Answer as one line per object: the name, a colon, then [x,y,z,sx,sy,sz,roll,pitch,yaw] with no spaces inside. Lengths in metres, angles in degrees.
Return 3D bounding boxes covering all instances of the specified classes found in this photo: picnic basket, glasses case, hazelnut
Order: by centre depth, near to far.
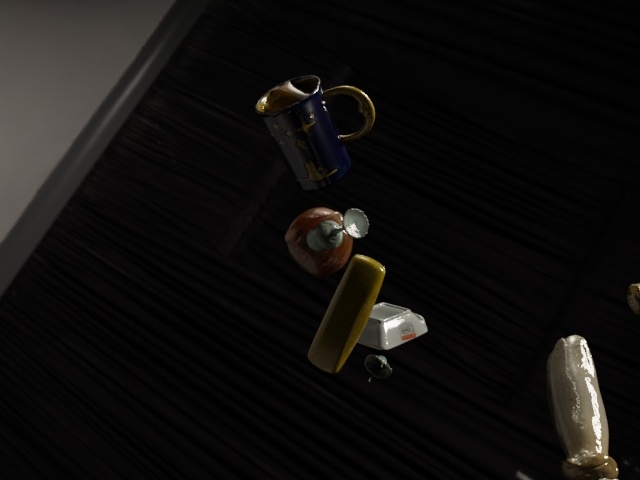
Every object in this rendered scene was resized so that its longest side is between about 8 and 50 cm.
glasses case: [0.051,0.141,1.038,0.234,0.079,0.064,-66,168,10]
picnic basket: [0.164,0.359,1.560,0.065,0.083,0.083,-51,174,29]
hazelnut: [0.000,0.000,1.668,0.214,0.215,0.176,-66,169,12]

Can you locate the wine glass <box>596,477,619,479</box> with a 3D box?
wine glass: [0.645,0.604,1.104,0.156,0.232,0.156,-6,110,-18]

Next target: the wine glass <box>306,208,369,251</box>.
wine glass: [0.039,-0.021,1.407,0.079,0.079,0.196,-47,-167,-30]

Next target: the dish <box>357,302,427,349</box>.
dish: [0.170,0.202,1.390,0.234,0.154,0.064,-9,105,-46]

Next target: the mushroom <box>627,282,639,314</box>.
mushroom: [0.751,0.104,1.013,0.109,0.352,0.097,87,7,-58]

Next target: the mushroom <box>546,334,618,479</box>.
mushroom: [0.669,0.446,1.437,0.407,0.138,0.154,-69,178,-48]

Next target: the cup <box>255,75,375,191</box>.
cup: [-0.002,-0.267,1.395,0.178,0.255,0.256,-54,132,-33]
